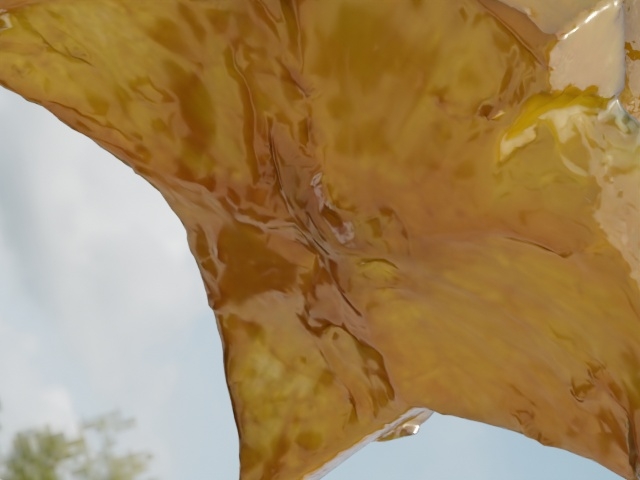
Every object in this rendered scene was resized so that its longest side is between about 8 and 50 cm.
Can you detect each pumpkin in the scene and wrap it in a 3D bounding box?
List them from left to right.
[{"bbox_3d":[0.008,-0.017,0.686,0.258,0.095,0.290,-10,-59,40],"label":"pumpkin"}]

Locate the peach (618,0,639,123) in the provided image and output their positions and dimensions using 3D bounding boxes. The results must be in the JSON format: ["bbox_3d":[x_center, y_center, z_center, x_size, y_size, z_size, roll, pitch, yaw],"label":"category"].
[{"bbox_3d":[0.129,-0.086,0.961,0.138,0.138,0.138,46,-36,50],"label":"peach"}]
